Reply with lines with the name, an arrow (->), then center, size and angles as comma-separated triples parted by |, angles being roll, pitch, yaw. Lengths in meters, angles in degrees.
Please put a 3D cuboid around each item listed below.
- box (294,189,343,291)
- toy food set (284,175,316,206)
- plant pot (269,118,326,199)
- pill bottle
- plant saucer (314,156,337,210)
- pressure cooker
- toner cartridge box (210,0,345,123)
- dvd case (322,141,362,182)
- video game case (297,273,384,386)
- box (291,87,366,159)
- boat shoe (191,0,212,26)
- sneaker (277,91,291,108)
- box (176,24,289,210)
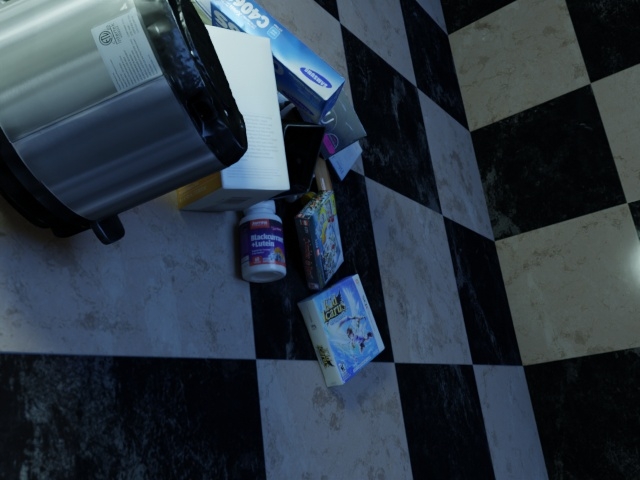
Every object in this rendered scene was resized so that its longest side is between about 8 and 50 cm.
box -> 0.000, 0.000, 1.600 | 0.159, 0.044, 0.233 | -49, 138, -48
toy food set -> -0.068, -0.206, 1.632 | 0.104, 0.111, 0.232 | -35, 104, -57
plant pot -> -0.121, -0.226, 1.478 | 0.187, 0.166, 0.188 | -17, 127, -57
pill bottle -> -0.144, -0.003, 1.417 | 0.108, 0.108, 0.194 | 19, 58, -51
plant saucer -> 0.015, -0.157, 1.718 | 0.200, 0.037, 0.200 | -13, 90, -86
pressure cooker -> -0.371, -0.227, 0.937 | 0.375, 0.420, 0.370 | 62, 6, -57
toner cartridge box -> -0.107, -0.441, 1.387 | 0.347, 0.165, 0.075 | 40, 80, 0
dvd case -> 0.059, -0.326, 1.968 | 0.180, 0.022, 0.253 | 58, 35, -19
video game case -> 0.066, 0.247, 1.648 | 0.269, 0.061, 0.245 | -22, 92, -57
box -> 0.019, -0.349, 1.699 | 0.165, 0.143, 0.270 | 60, 1, -13
boat shoe -> -0.260, -0.558, 1.543 | 0.302, 0.094, 0.109 | 42, 30, -50
sneaker -> -0.139, -0.411, 1.663 | 0.086, 0.085, 0.237 | 58, 31, -7
box -> -0.213, -0.255, 1.283 | 0.168, 0.215, 0.346 | -2, 81, -38
